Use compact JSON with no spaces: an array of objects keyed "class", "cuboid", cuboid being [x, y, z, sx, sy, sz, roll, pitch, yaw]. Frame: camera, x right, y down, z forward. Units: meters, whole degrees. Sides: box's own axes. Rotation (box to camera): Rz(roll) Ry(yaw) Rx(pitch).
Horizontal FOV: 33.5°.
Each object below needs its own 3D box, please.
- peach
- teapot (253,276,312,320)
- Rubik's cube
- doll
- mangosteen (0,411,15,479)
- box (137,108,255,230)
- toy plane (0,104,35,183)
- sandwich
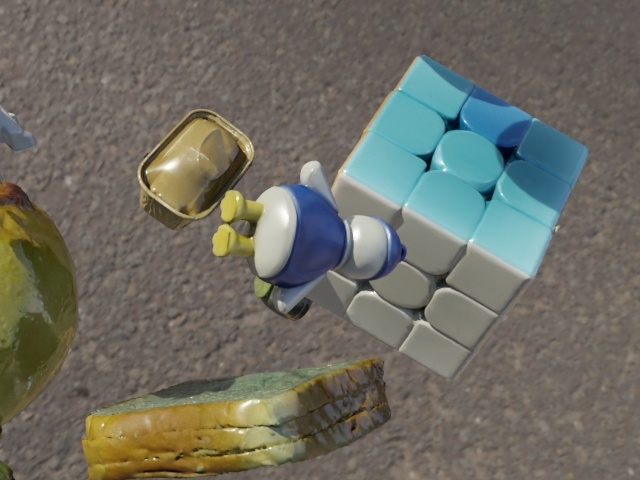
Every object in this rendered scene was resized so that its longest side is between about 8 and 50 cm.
[{"class":"peach","cuboid":[-0.455,0.088,1.311,0.314,0.315,0.281,62,20,10]},{"class":"teapot","cuboid":[-0.057,0.066,1.755,0.090,0.124,0.092,21,17,-31]},{"class":"Rubik's cube","cuboid":[0.167,-0.031,1.533,0.290,0.291,0.292,30,52,5]},{"class":"doll","cuboid":[0.000,0.000,0.680,0.142,0.057,0.099,8,96,-35]},{"class":"mangosteen","cuboid":[-0.361,0.195,0.947,0.180,0.166,0.166,13,56,-25]},{"class":"box","cuboid":[-0.161,-0.091,1.352,0.111,0.111,0.177,40,47,-7]},{"class":"toy plane","cuboid":[-0.387,-0.156,1.075,0.252,0.252,0.118,45,68,-3]},{"class":"sandwich","cuboid":[-0.106,0.211,1.249,0.271,0.301,0.099,0,81,-61]}]
